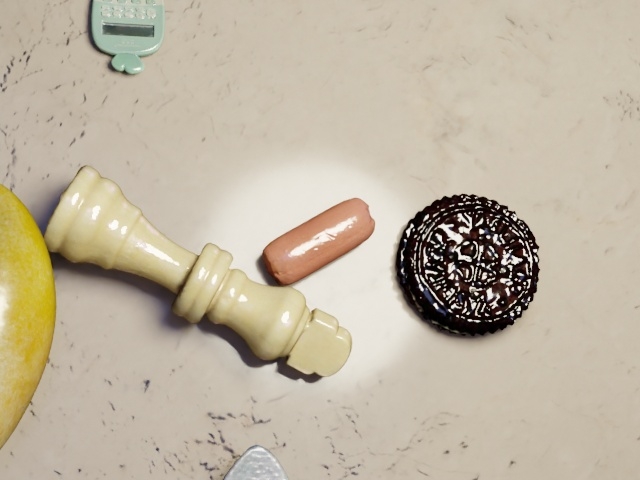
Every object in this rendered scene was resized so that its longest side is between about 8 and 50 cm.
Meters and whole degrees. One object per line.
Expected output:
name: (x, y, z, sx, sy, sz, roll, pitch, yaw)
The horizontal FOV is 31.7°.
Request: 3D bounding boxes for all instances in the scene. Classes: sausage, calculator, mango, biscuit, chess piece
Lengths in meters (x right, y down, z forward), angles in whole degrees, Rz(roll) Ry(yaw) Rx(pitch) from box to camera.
sausage: (0.000, 0.000, 1.436, 0.154, 0.062, 0.062, -30, 86, -15)
calculator: (-0.250, -0.288, 1.466, 0.095, 0.021, 0.153, 1, 78, -11)
mango: (-0.419, 0.116, 1.259, 0.221, 0.199, 0.384, 10, 71, 13)
biscuit: (0.194, 0.031, 1.472, 0.194, 0.053, 0.195, 2, 79, -10)
chess piece: (-0.140, 0.052, 1.373, 0.397, 0.117, 0.117, 29, 75, -5)

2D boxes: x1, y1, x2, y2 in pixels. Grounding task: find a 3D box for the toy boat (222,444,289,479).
toy boat: (-0.081, 0.387, 1.335, 0.127, 0.078, 0.283, 2, 78, -10)
